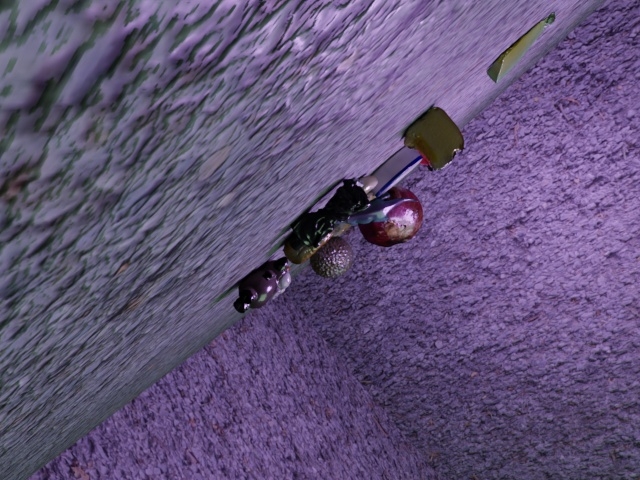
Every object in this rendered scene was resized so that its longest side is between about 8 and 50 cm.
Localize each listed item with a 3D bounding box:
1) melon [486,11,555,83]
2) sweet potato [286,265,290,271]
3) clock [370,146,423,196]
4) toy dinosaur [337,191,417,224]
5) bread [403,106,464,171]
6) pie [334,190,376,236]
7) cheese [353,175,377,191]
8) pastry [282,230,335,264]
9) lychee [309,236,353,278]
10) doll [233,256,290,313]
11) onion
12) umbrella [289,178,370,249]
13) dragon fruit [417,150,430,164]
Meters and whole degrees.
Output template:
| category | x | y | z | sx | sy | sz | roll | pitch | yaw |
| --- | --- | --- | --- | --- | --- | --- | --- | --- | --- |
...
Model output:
| category | x | y | z | sx | sy | sz | roll | pitch | yaw |
| --- | --- | --- | --- | --- | --- | --- | --- | --- | --- |
| melon | 0.644 | -0.633 | 1.574 | 0.262 | 0.053 | 0.114 | -45 | 157 | 10 |
| sweet potato | -0.226 | 0.182 | 2.329 | 0.202 | 0.058 | 0.055 | -36 | -142 | -12 |
| clock | 0.280 | -0.266 | 1.865 | 0.230 | 0.083 | 0.230 | -38 | 177 | -2 |
| toy dinosaur | 0.171 | -0.098 | 1.864 | 0.384 | 0.129 | 0.331 | -10 | -170 | 16 |
| bread | 0.348 | -0.298 | 1.497 | 0.140 | 0.160 | 0.169 | -41 | 176 | 2 |
| pie | 0.140 | -0.124 | 2.200 | 0.306 | 0.071 | 0.306 | -44 | 178 | -2 |
| cheese | 0.125 | -0.173 | 1.622 | 0.127 | 0.049 | 0.235 | -40 | 169 | 12 |
| pastry | -0.039 | -0.002 | 1.648 | 0.182 | 0.093 | 0.192 | -40 | -179 | -19 |
| lychee | 0.054 | 0.090 | 2.758 | 0.255 | 0.255 | 0.274 | -42 | 145 | 18 |
| doll | -0.201 | 0.156 | 1.737 | 0.257 | 0.117 | 0.182 | -32 | 166 | -51 |
| onion | 0.358 | -0.158 | 2.581 | 0.348 | 0.348 | 0.385 | -42 | -150 | 27 |
| umbrella | 0.013 | -0.065 | 1.414 | 0.272 | 0.110 | 0.122 | -37 | 178 | 20 |
| dragon fruit | 0.449 | -0.393 | 2.016 | 0.153 | 0.153 | 0.110 | 132 | -35 | -64 |
